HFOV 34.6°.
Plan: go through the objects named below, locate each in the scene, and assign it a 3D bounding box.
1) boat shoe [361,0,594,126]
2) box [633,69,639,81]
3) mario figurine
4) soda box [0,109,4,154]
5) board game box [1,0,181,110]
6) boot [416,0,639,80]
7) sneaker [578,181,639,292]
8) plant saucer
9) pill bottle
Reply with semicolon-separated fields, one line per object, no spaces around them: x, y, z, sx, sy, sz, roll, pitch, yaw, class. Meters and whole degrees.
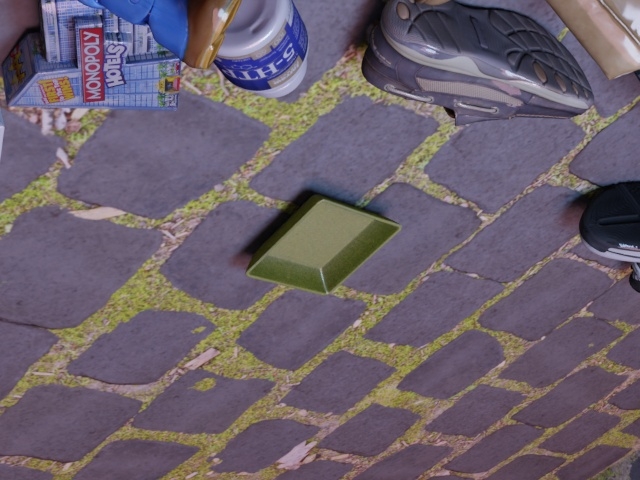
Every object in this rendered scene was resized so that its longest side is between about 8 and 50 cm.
0.205;-0.225;1.354;0.355;0.132;0.130;13;142;-30;boat shoe
0.519;-0.203;1.489;0.045;0.191;0.184;-36;143;23;box
-0.212;-0.277;0.878;0.320;0.170;0.198;25;156;-10;mario figurine
-0.424;-0.081;1.214;0.074;0.069;0.216;-3;142;-26;soda box
-0.252;-0.209;1.125;0.194;0.060;0.194;-10;154;-15;board game box
0.274;-0.285;1.211;0.236;0.089;0.269;-40;112;23;boot
0.618;0.033;1.891;0.447;0.169;0.257;-4;140;-30;sneaker
0.000;0.000;1.595;0.188;0.045;0.188;17;129;-43;plant saucer
-0.073;-0.229;1.151;0.112;0.112;0.186;-26;165;5;pill bottle
